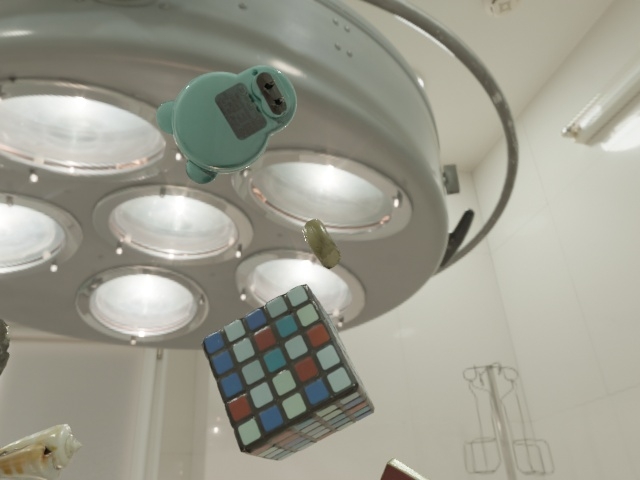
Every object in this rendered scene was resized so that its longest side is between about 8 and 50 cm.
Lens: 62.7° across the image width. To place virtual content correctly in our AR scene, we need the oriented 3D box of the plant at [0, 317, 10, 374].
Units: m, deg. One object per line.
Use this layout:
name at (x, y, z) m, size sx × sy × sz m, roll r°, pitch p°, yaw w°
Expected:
plant at (-0.660, 0.146, 0.794) m, size 0.181 × 0.194 × 0.320 m, roll -36°, pitch -30°, yaw 6°

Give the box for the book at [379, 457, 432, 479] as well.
book at (0.120, 0.406, 0.656) m, size 0.162 × 0.232 × 0.022 m, roll 25°, pitch 17°, yaw 21°

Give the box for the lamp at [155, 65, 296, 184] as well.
lamp at (-0.185, -0.260, 1.113) m, size 0.283 × 0.147 × 0.210 m, roll -28°, pitch -77°, yaw 9°

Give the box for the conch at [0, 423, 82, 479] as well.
conch at (-0.742, 0.571, 1.349) m, size 0.254 × 0.127 × 0.158 m, roll -20°, pitch 7°, yaw -3°

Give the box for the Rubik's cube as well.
Rubik's cube at (-0.044, 0.205, 0.796) m, size 0.182 × 0.184 × 0.187 m, roll -28°, pitch -27°, yaw 0°

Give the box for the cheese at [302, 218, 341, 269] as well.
cheese at (0.000, 0.000, 2.022) m, size 0.091 × 0.203 × 0.175 m, roll -31°, pitch -34°, yaw 3°
